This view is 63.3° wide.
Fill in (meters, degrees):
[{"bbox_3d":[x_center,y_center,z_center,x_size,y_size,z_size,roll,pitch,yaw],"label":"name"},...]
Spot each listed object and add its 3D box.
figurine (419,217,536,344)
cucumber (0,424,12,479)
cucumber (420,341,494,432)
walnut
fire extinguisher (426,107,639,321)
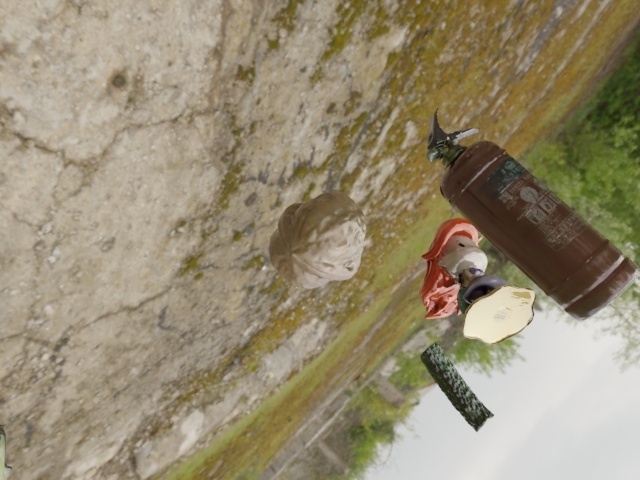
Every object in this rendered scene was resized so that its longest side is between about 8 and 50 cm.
[{"bbox_3d":[0.308,0.091,1.114,0.181,0.257,0.208,-18,126,-6],"label":"figurine"},{"bbox_3d":[-0.414,0.221,0.378,0.326,0.144,0.105,1,166,-18],"label":"cucumber"},{"bbox_3d":[0.272,0.295,1.047,0.058,0.187,0.058,-33,163,-11],"label":"cucumber"},{"bbox_3d":[-0.002,0.001,1.332,0.274,0.226,0.273,-20,-172,3],"label":"walnut"},{"bbox_3d":[0.258,-0.057,0.702,0.138,0.344,0.102,-31,160,-36],"label":"fire extinguisher"}]
